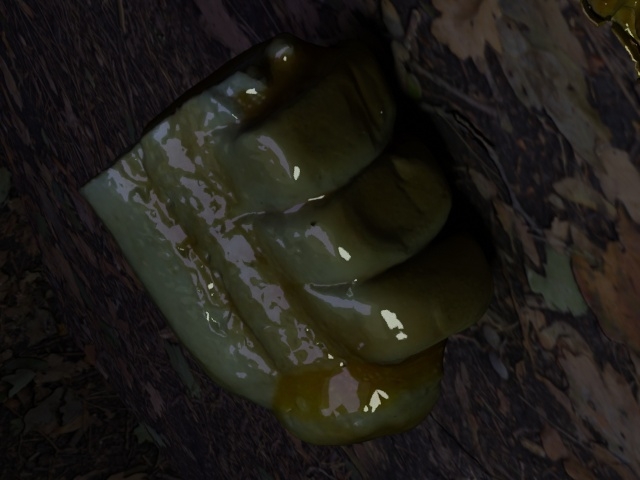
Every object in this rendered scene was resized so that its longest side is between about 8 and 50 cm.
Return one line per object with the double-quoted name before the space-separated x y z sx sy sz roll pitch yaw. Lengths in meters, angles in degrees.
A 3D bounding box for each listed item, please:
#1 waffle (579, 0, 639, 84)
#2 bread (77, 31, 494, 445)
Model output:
"waffle" 0.215 -0.158 0.699 0.325 0.068 0.302 9 133 52
"bread" 0.000 0.000 1.355 0.341 0.210 0.300 54 139 -1
